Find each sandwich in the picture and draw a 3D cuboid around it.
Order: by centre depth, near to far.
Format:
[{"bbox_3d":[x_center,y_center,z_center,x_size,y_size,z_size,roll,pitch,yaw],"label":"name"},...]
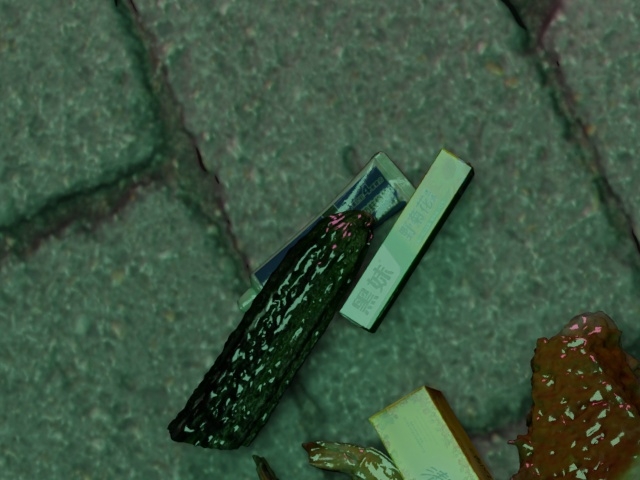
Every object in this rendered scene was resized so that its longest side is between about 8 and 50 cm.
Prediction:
[{"bbox_3d":[0.260,0.199,1.629,0.250,0.162,0.301,-10,71,-23],"label":"sandwich"}]

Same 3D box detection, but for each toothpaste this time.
[{"bbox_3d":[0.080,0.001,1.786,0.037,0.043,0.178,33,90,6],"label":"toothpaste"},{"bbox_3d":[0.000,0.000,1.812,0.197,0.035,0.057,-40,94,3],"label":"toothpaste"}]

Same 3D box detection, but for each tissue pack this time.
[{"bbox_3d":[0.118,0.217,1.721,0.062,0.095,0.176,-31,76,8],"label":"tissue pack"}]

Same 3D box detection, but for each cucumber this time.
[{"bbox_3d":[-0.039,0.081,1.772,0.077,0.077,0.265,35,100,15],"label":"cucumber"}]

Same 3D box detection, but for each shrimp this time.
[{"bbox_3d":[0.016,0.240,1.763,0.187,0.051,0.132,28,93,11],"label":"shrimp"}]
